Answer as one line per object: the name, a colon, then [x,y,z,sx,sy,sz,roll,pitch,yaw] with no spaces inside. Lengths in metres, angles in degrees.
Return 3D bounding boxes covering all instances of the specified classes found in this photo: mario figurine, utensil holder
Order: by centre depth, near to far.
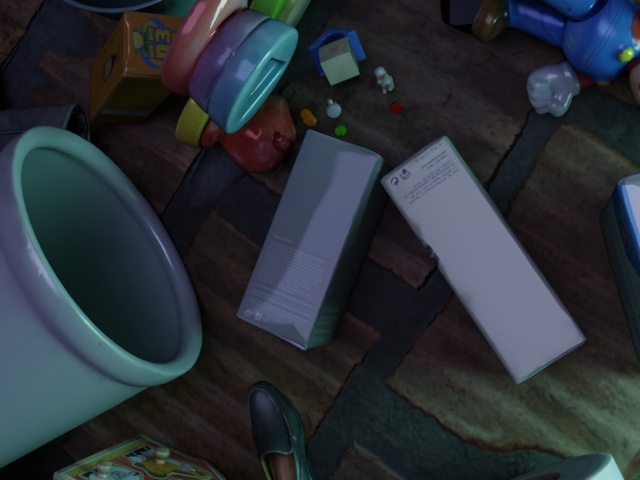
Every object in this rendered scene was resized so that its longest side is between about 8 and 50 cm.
mario figurine: [0.319,-0.193,0.926,0.320,0.198,0.170,26,103,6]
utensil holder: [-0.392,0.100,1.040,0.385,0.327,0.328,-30,79,14]

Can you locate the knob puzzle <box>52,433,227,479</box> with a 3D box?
knob puzzle: [-0.185,0.283,1.029,0.213,0.213,0.030,17,100,16]

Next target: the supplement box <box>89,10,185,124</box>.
supplement box: [-0.229,-0.205,1.065,0.080,0.233,0.078,1,84,-22]

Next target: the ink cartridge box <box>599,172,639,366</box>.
ink cartridge box: [0.402,0.028,0.850,0.197,0.270,0.198,-15,82,12]

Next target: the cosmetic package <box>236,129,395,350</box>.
cosmetic package: [0.000,0.000,1.038,0.107,0.127,0.238,24,94,16]

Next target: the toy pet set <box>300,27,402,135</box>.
toy pet set: [0.026,-0.200,1.083,0.122,0.114,0.065,-19,40,12]

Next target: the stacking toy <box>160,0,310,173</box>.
stacking toy: [-0.047,-0.218,1.000,0.130,0.309,0.279,34,82,3]

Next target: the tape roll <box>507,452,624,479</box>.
tape roll: [0.223,0.344,0.887,0.246,0.246,0.169,-27,80,12]

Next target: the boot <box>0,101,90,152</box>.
boot: [-0.406,-0.171,1.166,0.208,0.076,0.190,0,99,35]

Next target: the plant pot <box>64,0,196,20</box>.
plant pot: [-0.200,-0.398,1.087,0.293,0.196,0.293,-1,86,16]

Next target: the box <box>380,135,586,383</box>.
box: [0.187,0.021,0.993,0.094,0.113,0.275,-35,77,11]

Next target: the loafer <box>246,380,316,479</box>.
loafer: [-0.051,0.254,1.063,0.062,0.061,0.170,-28,78,13]

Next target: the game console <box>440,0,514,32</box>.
game console: [0.241,-0.435,1.049,0.213,0.044,0.361,-5,84,15]
